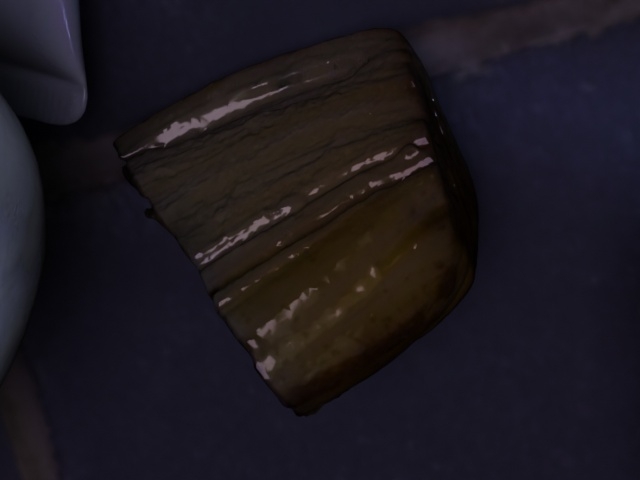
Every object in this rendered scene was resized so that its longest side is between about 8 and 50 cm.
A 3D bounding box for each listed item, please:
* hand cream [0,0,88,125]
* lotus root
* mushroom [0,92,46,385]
[{"bbox_3d":[-0.168,-0.233,0.610,0.186,0.118,0.358,12,109,14],"label":"hand cream"},{"bbox_3d":[0.002,-0.003,0.626,0.135,0.095,0.159,-28,53,10],"label":"lotus root"},{"bbox_3d":[-0.283,0.023,0.583,0.356,0.315,0.315,-5,99,35],"label":"mushroom"}]
